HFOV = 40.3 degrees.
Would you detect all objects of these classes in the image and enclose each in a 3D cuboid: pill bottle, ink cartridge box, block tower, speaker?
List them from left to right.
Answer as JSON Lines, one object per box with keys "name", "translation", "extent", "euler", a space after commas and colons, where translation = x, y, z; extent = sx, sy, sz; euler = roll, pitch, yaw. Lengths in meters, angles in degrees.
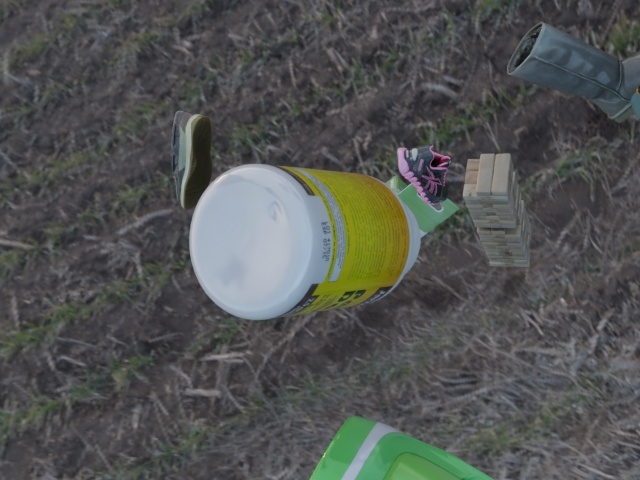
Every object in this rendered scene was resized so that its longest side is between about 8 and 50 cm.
{"name": "pill bottle", "translation": [0.000, 0.000, 0.724], "extent": [0.117, 0.215, 0.117], "euler": [1, 91, 33]}
{"name": "ink cartridge box", "translation": [0.141, -0.046, 1.616], "extent": [0.209, 0.109, 0.062], "euler": [-38, 28, 27]}
{"name": "speaker", "translation": [0.128, 0.271, 0.746], "extent": [0.296, 0.131, 0.131], "euler": [29, 87, 12]}
{"name": "block tower", "translation": [0.375, -0.057, 1.827], "extent": [0.090, 0.335, 0.097], "euler": [2, 63, 22]}

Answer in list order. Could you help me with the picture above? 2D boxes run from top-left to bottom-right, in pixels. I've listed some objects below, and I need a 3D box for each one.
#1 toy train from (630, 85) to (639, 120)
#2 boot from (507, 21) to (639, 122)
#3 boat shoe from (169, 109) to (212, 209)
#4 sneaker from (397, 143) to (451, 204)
{"name": "toy train", "translation": [0.585, -0.260, 1.207], "extent": [0.333, 0.190, 0.142], "euler": [-34, 77, -15]}
{"name": "boot", "translation": [0.416, -0.279, 1.314], "extent": [0.190, 0.208, 0.076], "euler": [-53, 13, 39]}
{"name": "boat shoe", "translation": [-0.183, -0.114, 1.211], "extent": [0.049, 0.056, 0.152], "euler": [31, 129, 23]}
{"name": "sneaker", "translation": [0.144, -0.085, 1.109], "extent": [0.057, 0.119, 0.047], "euler": [-20, 58, 24]}
